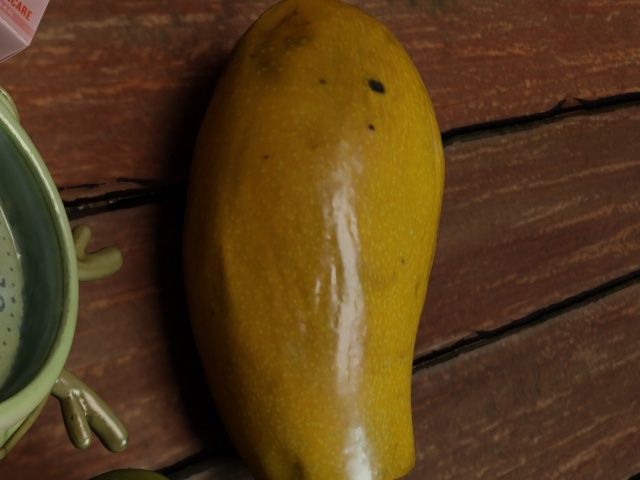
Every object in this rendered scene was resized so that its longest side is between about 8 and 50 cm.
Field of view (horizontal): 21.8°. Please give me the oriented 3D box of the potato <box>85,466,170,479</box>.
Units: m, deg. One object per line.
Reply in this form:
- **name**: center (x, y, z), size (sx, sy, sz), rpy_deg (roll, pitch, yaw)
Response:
- **potato**: center (-0.124, 0.188, 0.847), size (0.188, 0.105, 0.085), rpy_deg (-47, 130, -39)

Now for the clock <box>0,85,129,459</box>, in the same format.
- **clock**: center (-0.215, 0.011, 0.798), size (0.308, 0.096, 0.235), rpy_deg (29, 46, -42)

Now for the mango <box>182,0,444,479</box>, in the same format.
- **mango**: center (-0.003, 0.000, 1.063), size (0.187, 0.144, 0.359), rpy_deg (30, 54, -40)

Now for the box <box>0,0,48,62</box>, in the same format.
- **box**: center (-0.209, -0.172, 0.951), size (0.125, 0.043, 0.089), rpy_deg (44, 43, -33)
